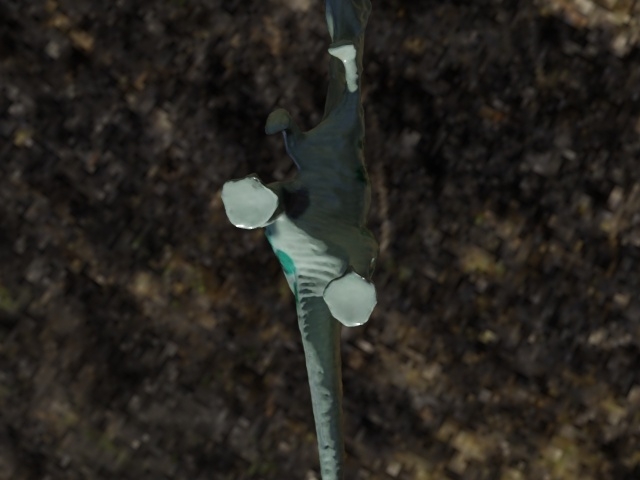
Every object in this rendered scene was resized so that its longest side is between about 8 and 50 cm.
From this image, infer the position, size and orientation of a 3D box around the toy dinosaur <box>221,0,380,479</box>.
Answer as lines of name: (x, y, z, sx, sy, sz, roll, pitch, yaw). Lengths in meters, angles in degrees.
toy dinosaur: (0.004, 0.001, 0.606, 0.044, 0.106, 0.187, -6, 113, 11)
